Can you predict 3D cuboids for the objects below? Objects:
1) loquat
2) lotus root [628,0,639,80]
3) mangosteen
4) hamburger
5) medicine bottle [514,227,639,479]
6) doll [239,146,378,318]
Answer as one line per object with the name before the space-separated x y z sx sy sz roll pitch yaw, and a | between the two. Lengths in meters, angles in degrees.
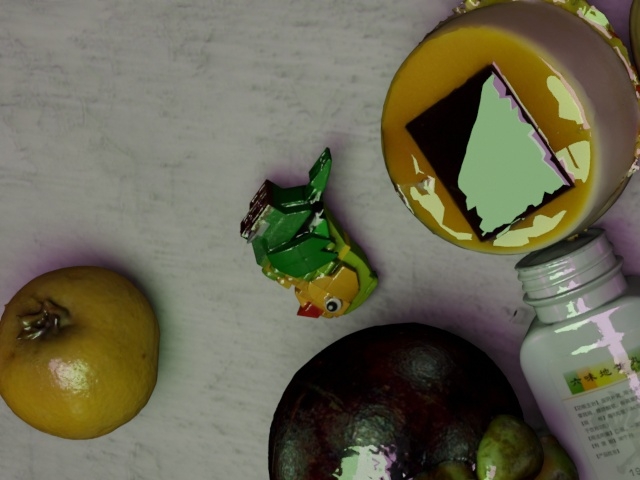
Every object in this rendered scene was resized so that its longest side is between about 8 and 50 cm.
loquat | -0.290 0.132 1.747 0.208 0.208 0.208 4 105 14
lotus root | 0.396 -0.210 1.482 0.182 0.183 0.310 -27 91 20
mangosteen | 0.102 0.240 1.607 0.330 0.330 0.330 4 105 14
hamburger | 0.206 -0.123 1.557 0.294 0.179 0.276 -38 87 31
medicine bottle | 0.328 0.152 1.627 0.179 0.124 0.324 -23 99 22
doll | -0.008 0.004 1.687 0.134 0.106 0.186 -27 113 6
